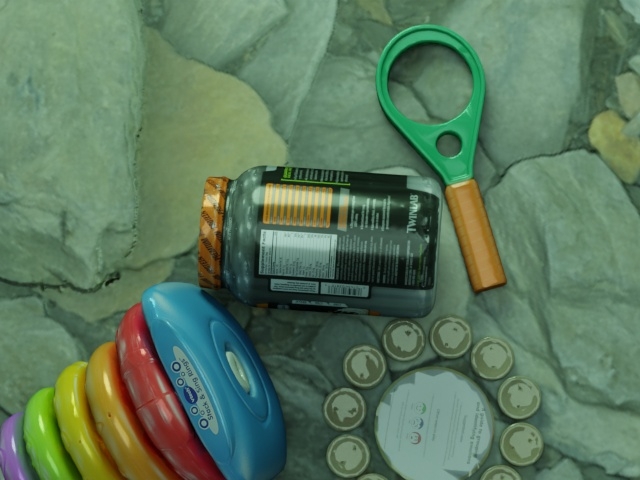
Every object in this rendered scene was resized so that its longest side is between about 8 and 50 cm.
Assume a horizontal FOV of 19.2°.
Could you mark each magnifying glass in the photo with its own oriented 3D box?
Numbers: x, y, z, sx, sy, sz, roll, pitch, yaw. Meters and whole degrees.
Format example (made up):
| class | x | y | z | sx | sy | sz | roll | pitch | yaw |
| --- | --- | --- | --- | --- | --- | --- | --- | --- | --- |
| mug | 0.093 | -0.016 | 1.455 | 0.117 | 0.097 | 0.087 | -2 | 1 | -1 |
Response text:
| class | x | y | z | sx | sy | sz | roll | pitch | yaw |
| --- | --- | --- | --- | --- | --- | --- | --- | --- | --- |
| magnifying glass | 0.110 | -0.070 | 1.583 | 0.092 | 0.026 | 0.231 | -15 | 79 | -2 |

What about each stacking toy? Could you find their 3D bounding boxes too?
| class | x | y | z | sx | sy | sz | roll | pitch | yaw |
| --- | --- | --- | --- | --- | --- | --- | --- | --- | --- |
| stacking toy | -0.192 | 0.168 | 1.499 | 0.302 | 0.166 | 0.175 | -27 | 85 | 11 |

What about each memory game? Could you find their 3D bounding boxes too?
| class | x | y | z | sx | sy | sz | roll | pitch | yaw |
| --- | --- | --- | --- | --- | --- | --- | --- | --- | --- |
| memory game | 0.092 | 0.151 | 1.551 | 0.186 | 0.012 | 0.186 | 0 | 80 | 1 |

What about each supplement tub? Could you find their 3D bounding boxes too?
| class | x | y | z | sx | sy | sz | roll | pitch | yaw |
| --- | --- | --- | --- | --- | --- | --- | --- | --- | --- |
| supplement tub | 0.000 | 0.000 | 1.524 | 0.190 | 0.117 | 0.117 | 4 | 81 | 2 |
